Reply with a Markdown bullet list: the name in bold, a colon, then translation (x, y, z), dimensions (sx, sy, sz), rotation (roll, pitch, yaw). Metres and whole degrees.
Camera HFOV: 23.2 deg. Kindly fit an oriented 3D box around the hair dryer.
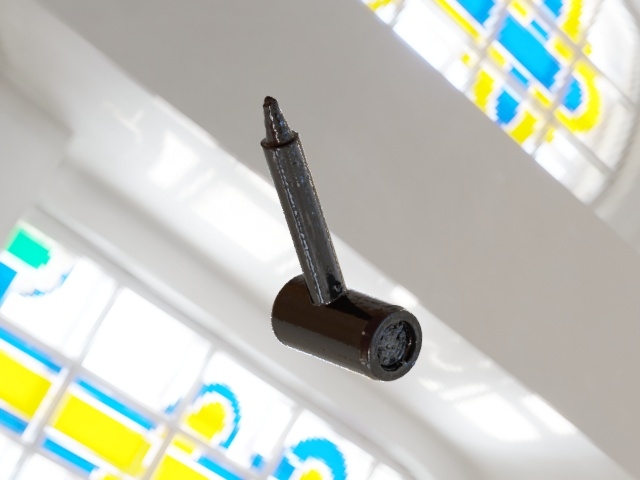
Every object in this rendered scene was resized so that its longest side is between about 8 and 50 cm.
- **hair dryer**: translation (0.000, 0.000, 1.278), dimensions (0.070, 0.255, 0.128), rotation (-37, -144, -29)
